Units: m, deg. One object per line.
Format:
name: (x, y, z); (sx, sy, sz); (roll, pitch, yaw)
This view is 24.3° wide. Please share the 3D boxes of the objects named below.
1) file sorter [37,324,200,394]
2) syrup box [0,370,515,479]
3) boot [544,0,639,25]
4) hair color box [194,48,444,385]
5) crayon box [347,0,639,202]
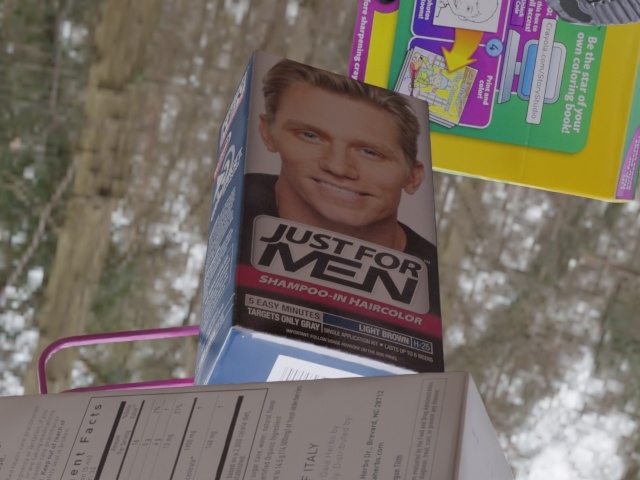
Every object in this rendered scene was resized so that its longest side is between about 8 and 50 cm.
file sorter: (-0.142, 0.234, 1.255); (0.182, 0.291, 0.202); (-4, -135, -13)
syrup box: (-0.051, 0.116, 0.542); (0.236, 0.093, 0.096); (-6, -134, 20)
boot: (0.222, -0.213, 0.874); (0.077, 0.198, 0.137); (45, -135, -27)
hair color box: (0.000, 0.000, 1.238); (0.173, 0.105, 0.347); (15, -139, -13)
crayon box: (0.203, -0.244, 1.575); (0.313, 0.363, 0.106); (11, -175, 22)
